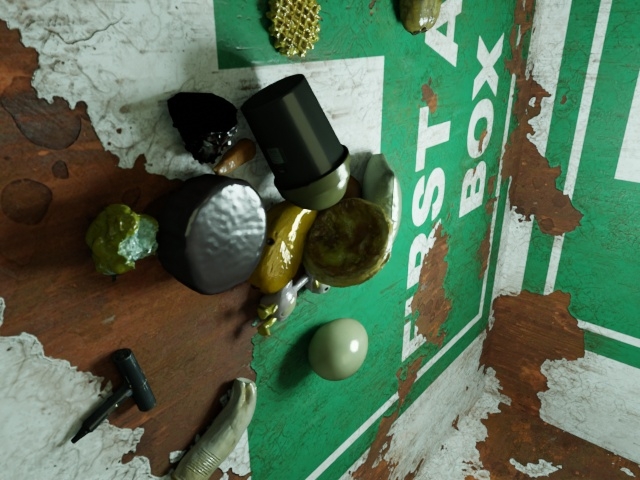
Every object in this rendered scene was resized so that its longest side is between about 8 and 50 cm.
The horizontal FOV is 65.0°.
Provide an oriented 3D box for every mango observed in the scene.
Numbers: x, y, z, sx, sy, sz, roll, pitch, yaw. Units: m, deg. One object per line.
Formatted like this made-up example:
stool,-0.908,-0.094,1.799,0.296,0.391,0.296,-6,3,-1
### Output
mango,-0.114,0.004,1.386,0.177,0.120,0.295,40,67,-47

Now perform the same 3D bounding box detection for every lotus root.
lotus root,0.317,-0.792,1.594,0.145,0.128,0.260,-23,121,-34

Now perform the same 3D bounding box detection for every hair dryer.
hair dryer,-0.481,0.360,1.128,0.195,0.050,0.173,-34,127,-35

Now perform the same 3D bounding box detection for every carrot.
carrot,-0.202,-0.184,1.154,0.224,0.057,0.057,-69,160,-65

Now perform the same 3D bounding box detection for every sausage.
sausage,0.038,-0.172,1.520,0.274,0.105,0.105,21,88,-54

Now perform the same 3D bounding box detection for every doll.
doll,-0.061,0.143,1.526,0.365,0.094,0.160,-32,142,-38

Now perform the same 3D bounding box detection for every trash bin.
trash bin,-0.046,-0.229,1.274,0.214,0.214,0.334,-47,122,-30

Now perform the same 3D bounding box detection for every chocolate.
chocolate,-0.260,-0.231,1.112,0.156,0.156,0.133,-33,156,-40

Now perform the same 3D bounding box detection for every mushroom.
mushroom,-0.287,0.554,1.419,0.123,0.095,0.351,45,66,-31

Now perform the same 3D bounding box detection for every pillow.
pillow,0.192,-0.132,1.622,0.322,0.120,0.255,-87,178,-71

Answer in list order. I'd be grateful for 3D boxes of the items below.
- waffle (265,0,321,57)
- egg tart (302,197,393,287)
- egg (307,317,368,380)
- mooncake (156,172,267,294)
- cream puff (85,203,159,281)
waffle,-0.065,-0.557,1.275,0.191,0.038,0.191,-24,122,-45
egg tart,0.083,0.012,1.450,0.290,0.290,0.115,-60,147,-15
egg,0.065,0.363,1.707,0.254,0.188,0.188,-38,132,-45
mooncake,-0.254,-0.021,1.170,0.283,0.141,0.283,-31,129,-47
cream puff,-0.399,-0.007,1.011,0.156,0.121,0.156,7,90,-74
